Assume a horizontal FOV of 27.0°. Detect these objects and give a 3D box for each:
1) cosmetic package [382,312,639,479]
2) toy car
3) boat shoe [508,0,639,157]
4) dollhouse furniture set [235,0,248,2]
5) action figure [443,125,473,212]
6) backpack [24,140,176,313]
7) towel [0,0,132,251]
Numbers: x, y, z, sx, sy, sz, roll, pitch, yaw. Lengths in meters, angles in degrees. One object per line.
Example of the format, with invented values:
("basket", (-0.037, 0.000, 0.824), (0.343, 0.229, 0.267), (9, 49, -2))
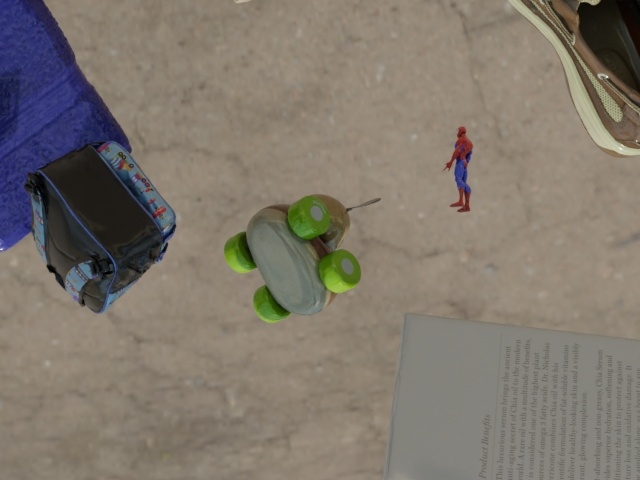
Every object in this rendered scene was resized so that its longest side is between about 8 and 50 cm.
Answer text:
("cosmetic package", (0.308, 0.245, 1.591), (0.454, 0.230, 0.161), (7, 148, 4))
("toy car", (0.000, 0.000, 1.725), (0.155, 0.149, 0.188), (-27, -175, 41))
("boat shoe", (0.207, -0.189, 1.010), (0.095, 0.257, 0.095), (-33, -178, -16))
("dollhouse furniture set", (-0.059, -0.323, 1.409), (0.081, 0.091, 0.114), (-38, -174, -37))
("action figure", (0.184, -0.096, 1.756), (0.030, 0.115, 0.038), (-5, 161, 35))
("backpack", (-0.249, -0.007, 1.481), (0.117, 0.158, 0.173), (-34, 167, -28))
("towel", (-0.392, -0.165, 1.622), (0.228, 0.076, 0.308), (-40, 127, -18))
